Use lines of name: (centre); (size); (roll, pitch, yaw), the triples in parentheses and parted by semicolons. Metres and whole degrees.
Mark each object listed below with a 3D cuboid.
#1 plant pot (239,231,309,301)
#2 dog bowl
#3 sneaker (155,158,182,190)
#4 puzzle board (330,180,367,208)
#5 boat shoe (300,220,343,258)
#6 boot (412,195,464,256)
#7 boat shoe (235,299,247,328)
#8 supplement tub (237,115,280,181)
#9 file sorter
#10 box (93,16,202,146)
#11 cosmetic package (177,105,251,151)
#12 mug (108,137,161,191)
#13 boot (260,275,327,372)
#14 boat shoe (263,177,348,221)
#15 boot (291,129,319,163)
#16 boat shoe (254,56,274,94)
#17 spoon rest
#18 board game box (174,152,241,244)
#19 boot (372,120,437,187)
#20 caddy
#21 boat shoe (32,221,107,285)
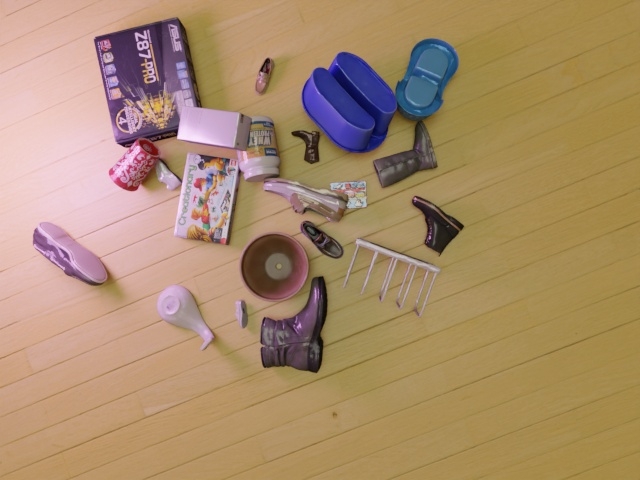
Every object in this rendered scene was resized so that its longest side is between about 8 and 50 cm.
plant pot: (-0.151, 0.090, 1.628); (0.237, 0.110, 0.238); (0, 87, 5)
dog bowl: (0.353, -0.539, 1.605); (0.165, 0.074, 0.297); (24, 77, 2)
sneaker: (-0.570, -0.245, 1.704); (0.061, 0.053, 0.152); (-42, 86, 5)
puzzle board: (0.099, -0.160, 1.667); (0.128, 0.011, 0.097); (-3, 87, 5)
boat shoe: (0.000, 0.000, 1.640); (0.183, 0.066, 0.066); (36, 91, 5)
boot: (0.370, -0.050, 1.613); (0.197, 0.077, 0.137); (35, 96, 6)
boat shoe: (-0.284, 0.261, 1.672); (0.035, 0.035, 0.100); (-6, 91, 32)
supplement tub: (-0.217, -0.313, 1.632); (0.144, 0.144, 0.200); (-11, 87, 4)
file sorter: (0.224, 0.116, 1.558); (0.277, 0.193, 0.173); (20, 93, 5)
box: (-0.609, -0.562, 1.699); (0.318, 0.097, 0.395); (-12, 88, 1)
cosmetic package: (-0.352, -0.371, 1.564); (0.230, 0.085, 0.118); (14, 96, 20)
mug: (-0.655, -0.283, 1.659); (0.169, 0.113, 0.150); (-41, 73, 23)
boot: (-0.097, 0.280, 1.618); (0.222, 0.118, 0.339); (6, 84, 10)
boat shoe: (-0.061, -0.141, 1.628); (0.302, 0.113, 0.104); (14, 90, 9)
boot: (-0.055, -0.330, 1.677); (0.106, 0.037, 0.114); (3, 92, 7)
boat shoe: (-0.205, -0.591, 1.692); (0.050, 0.045, 0.136); (17, 89, 5)
spoon rest: (-0.473, 0.275, 1.672); (0.276, 0.084, 0.137); (43, 90, 18)
board game box: (-0.399, -0.148, 1.685); (0.192, 0.053, 0.306); (9, 88, 5)
boot: (0.283, -0.298, 1.635); (0.208, 0.076, 0.190); (-16, 84, 11)
caddy: (0.094, -0.459, 1.602); (0.241, 0.179, 0.341); (-40, 85, -22)
boat shoe: (-0.902, 0.067, 1.699); (0.335, 0.112, 0.096); (39, 109, 10)
